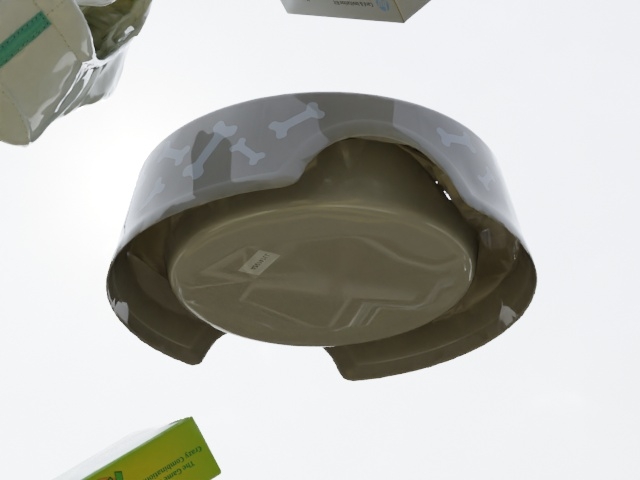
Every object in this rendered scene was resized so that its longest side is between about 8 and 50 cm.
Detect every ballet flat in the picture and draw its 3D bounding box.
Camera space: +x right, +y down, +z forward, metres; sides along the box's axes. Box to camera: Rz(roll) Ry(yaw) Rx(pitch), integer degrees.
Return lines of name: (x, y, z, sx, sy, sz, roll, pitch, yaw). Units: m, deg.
ballet flat: (-0.177, -0.164, 1.347, 0.139, 0.400, 0.139, 1, -74, 2)

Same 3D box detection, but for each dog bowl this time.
dog bowl: (0.000, 0.000, 1.576, 0.349, 0.102, 0.349, -2, -30, -1)

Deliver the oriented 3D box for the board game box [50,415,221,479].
board game box: (-0.159, 0.174, 1.191, 0.092, 0.181, 0.043, -23, -85, 58)

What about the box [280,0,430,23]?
box: (0.073, -0.235, 1.473, 0.145, 0.186, 0.038, 13, -44, 51)
